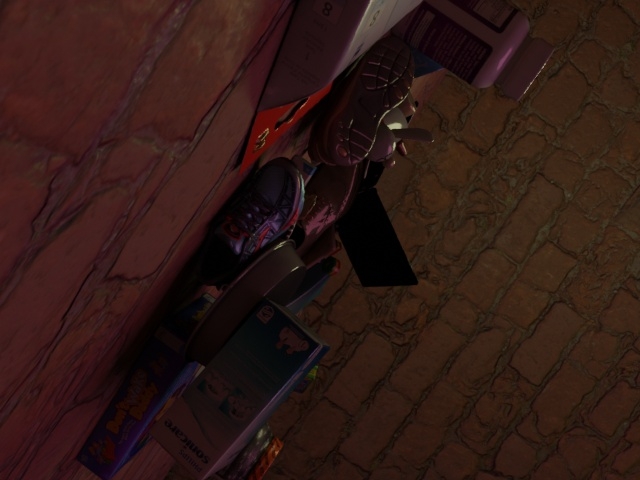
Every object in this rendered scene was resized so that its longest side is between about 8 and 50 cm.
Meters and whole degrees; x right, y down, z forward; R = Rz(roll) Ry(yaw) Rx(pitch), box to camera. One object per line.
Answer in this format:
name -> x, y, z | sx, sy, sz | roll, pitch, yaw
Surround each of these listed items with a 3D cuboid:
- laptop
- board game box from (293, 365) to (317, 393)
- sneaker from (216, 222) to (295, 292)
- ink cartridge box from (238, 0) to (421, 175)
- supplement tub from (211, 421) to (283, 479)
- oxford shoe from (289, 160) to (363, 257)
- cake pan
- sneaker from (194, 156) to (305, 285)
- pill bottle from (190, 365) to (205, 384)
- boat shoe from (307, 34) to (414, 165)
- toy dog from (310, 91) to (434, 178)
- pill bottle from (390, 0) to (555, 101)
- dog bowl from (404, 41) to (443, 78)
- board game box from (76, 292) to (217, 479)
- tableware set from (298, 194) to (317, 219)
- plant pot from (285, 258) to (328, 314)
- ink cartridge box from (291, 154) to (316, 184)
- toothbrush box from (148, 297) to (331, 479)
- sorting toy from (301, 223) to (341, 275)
laptop -> 0.181, -0.108, 1.953 | 0.407, 0.236, 0.382 | -62, -166, -13
board game box -> -0.185, 0.401, 2.255 | 0.213, 0.318, 0.046 | 115, -10, -64
sneaker -> -0.116, 0.007, 1.450 | 0.279, 0.107, 0.118 | -54, -172, 26
ink cartridge box -> 0.037, -0.274, 1.032 | 0.308, 0.091, 0.385 | -51, 173, -42
supplement tub -> -0.284, 0.526, 1.963 | 0.207, 0.338, 0.207 | -54, 175, -7
oxford shoe -> -0.012, -0.076, 1.789 | 0.348, 0.123, 0.130 | -57, 170, 21
cake pan -> -0.127, 0.125, 1.298 | 0.293, 0.054, 0.293 | -48, 169, -12
sneaker -> -0.119, -0.020, 1.186 | 0.261, 0.104, 0.125 | -56, 173, 16
pill bottle -> -0.323, 0.355, 1.691 | 0.208, 0.119, 0.119 | -57, 175, 31
boat shoe -> 0.071, -0.273, 1.373 | 0.116, 0.123, 0.324 | -5, -137, 50
toy dog -> 0.142, -0.215, 1.555 | 0.220, 0.161, 0.333 | -19, -156, 37
pill bottle -> 0.304, -0.411, 1.426 | 0.169, 0.302, 0.169 | -54, 176, -6
dog bowl -> 0.242, -0.435, 1.644 | 0.166, 0.074, 0.297 | -12, -162, 27
board game box -> -0.325, 0.288, 1.444 | 0.347, 0.078, 0.233 | -56, 175, 15
tableware set -> -0.075, -0.050, 1.556 | 0.141, 0.020, 0.169 | -55, -155, -5
plant pot -> -0.111, 0.133, 2.092 | 0.234, 0.166, 0.165 | -41, 168, -37
ink cartridge box -> -0.051, -0.125, 1.447 | 0.083, 0.048, 0.028 | -57, 175, 19
toothbrush box -> -0.129, 0.256, 1.252 | 0.295, 0.126, 0.216 | -50, 170, -3
sorting toy -> 0.000, 0.000, 1.911 | 0.132, 0.046, 0.274 | -36, -138, 34
